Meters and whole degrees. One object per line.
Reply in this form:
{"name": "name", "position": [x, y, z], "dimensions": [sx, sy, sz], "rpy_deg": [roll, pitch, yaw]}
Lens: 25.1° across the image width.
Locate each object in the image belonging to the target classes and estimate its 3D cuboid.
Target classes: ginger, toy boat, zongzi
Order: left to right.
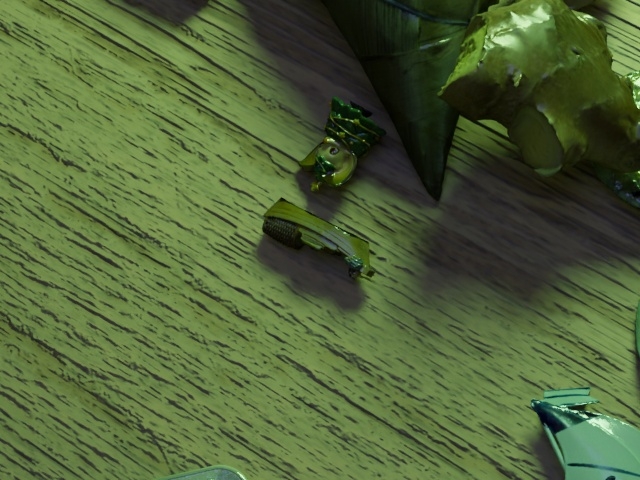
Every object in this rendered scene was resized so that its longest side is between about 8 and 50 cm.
{"name": "toy boat", "position": [0.000, 0.000, 1.647], "dimensions": [0.149, 0.047, 0.049], "rpy_deg": [27, 90, 21]}
{"name": "zongzi", "position": [0.058, -0.255, 1.705], "dimensions": [0.323, 0.160, 0.361], "rpy_deg": [19, 106, 38]}
{"name": "ginger", "position": [0.272, -0.159, 1.576], "dimensions": [0.270, 0.123, 0.219], "rpy_deg": [35, 57, -9]}
{"name": "toy boat", "position": [0.291, 0.293, 1.476], "dimensions": [0.210, 0.070, 0.291], "rpy_deg": [-42, 65, -12]}

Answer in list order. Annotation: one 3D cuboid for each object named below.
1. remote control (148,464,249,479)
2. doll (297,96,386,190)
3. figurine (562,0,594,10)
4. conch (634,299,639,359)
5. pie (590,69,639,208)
{"name": "remote control", "position": [-0.178, 0.301, 1.566], "dimensions": [0.221, 0.042, 0.078], "rpy_deg": [-14, 69, 6]}
{"name": "doll", "position": [0.030, -0.106, 1.684], "dimensions": [0.078, 0.076, 0.113], "rpy_deg": [33, 108, 45]}
{"name": "figurine", "position": [0.283, -0.328, 1.678], "dimensions": [0.138, 0.125, 0.125], "rpy_deg": [-33, 67, -4]}
{"name": "conch", "position": [0.385, 0.074, 1.538], "dimensions": [0.088, 0.065, 0.180], "rpy_deg": [22, 81, 16]}
{"name": "pie", "position": [0.392, -0.114, 1.621], "dimensions": [0.186, 0.041, 0.187], "rpy_deg": [-4, 68, 11]}
